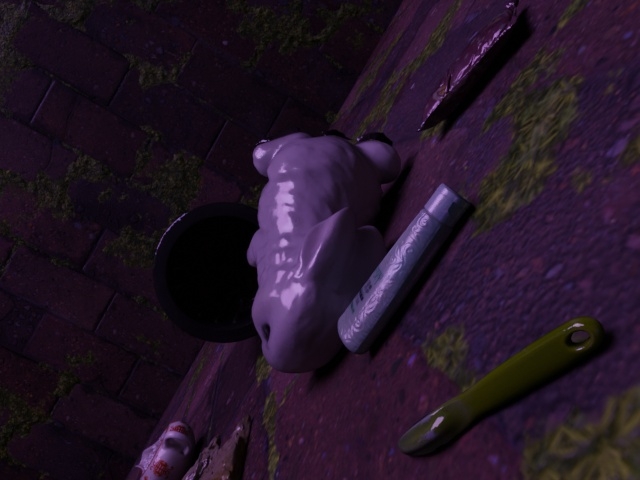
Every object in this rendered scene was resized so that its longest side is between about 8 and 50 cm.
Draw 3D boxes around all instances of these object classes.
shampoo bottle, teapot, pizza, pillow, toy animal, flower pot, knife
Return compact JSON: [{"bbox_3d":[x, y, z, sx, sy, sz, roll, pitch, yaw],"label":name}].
[{"bbox_3d":[0.083,0.029,0.508,0.190,0.041,0.069,-56,6,18],"label":"shampoo bottle"},{"bbox_3d":[-0.339,0.481,1.107,0.245,0.116,0.159,-56,-2,35],"label":"teapot"},{"bbox_3d":[-0.172,0.366,0.734,0.181,0.034,0.262,-33,18,36],"label":"pizza"},{"bbox_3d":[0.201,-0.231,0.667,0.185,0.043,0.118,-47,10,39],"label":"pillow"},{"bbox_3d":[0.000,0.000,0.689,0.258,0.194,0.357,-29,40,24],"label":"toy animal"},{"bbox_3d":[-0.209,0.070,1.172,0.293,0.294,0.330,-61,3,-4],"label":"flower pot"},{"bbox_3d":[0.097,0.100,0.305,0.026,0.022,0.184,-32,-16,-50],"label":"knife"}]
